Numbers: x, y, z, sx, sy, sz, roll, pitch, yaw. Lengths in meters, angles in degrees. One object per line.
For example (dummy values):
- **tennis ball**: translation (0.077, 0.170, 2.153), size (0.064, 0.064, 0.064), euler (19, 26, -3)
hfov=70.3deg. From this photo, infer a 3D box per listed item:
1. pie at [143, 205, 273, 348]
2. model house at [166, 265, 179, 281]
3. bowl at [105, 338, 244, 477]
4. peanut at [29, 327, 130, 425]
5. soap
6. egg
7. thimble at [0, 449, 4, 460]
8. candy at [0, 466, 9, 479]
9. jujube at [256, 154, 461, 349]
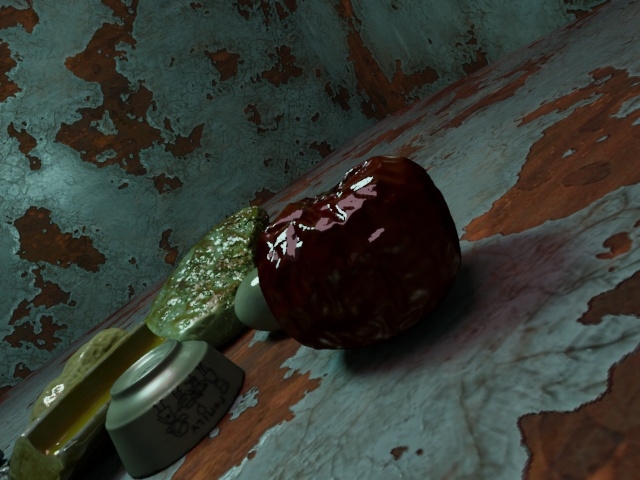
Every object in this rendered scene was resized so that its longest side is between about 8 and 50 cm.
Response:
- **pie**: translation (-0.256, 0.104, 1.059), size (0.395, 0.180, 0.418), euler (-20, 26, 43)
- **model house**: translation (-0.439, 0.117, 1.609), size (0.229, 0.122, 0.188), euler (-18, 16, 42)
- **bowl**: translation (-0.230, 0.227, 0.680), size (0.211, 0.112, 0.211), euler (-31, 14, 9)
- **peanut**: translation (-0.478, 0.313, 0.949), size (0.291, 0.143, 0.159), euler (-83, 9, -65)
- **soap**: translation (-0.374, 0.282, 0.768), size (0.173, 0.089, 0.274), euler (-60, -2, 29)
- **egg**: translation (-0.079, 0.094, 0.765), size (0.152, 0.114, 0.114), euler (-27, 14, 25)
- **thimble**: translation (-0.887, 0.538, 1.137), size (0.150, 0.150, 0.098), euler (-25, 21, 39)
- **candy**: translation (-0.606, 0.441, 0.987), size (0.094, 0.051, 0.226), euler (-22, 17, 35)
- **jujube**: translation (0.047, 0.020, 0.551), size (0.232, 0.213, 0.213), euler (-25, 15, 21)
